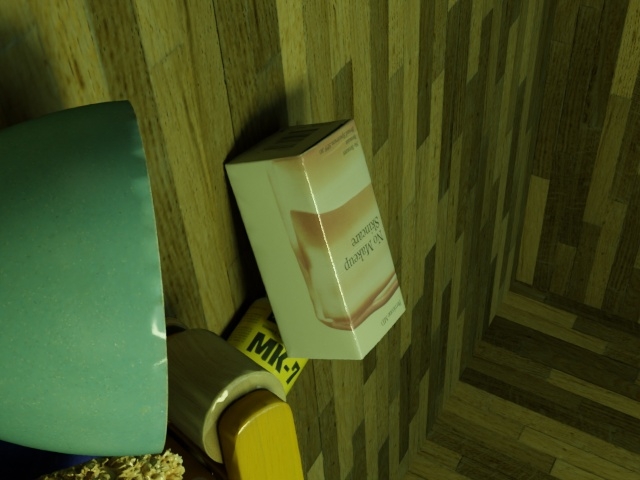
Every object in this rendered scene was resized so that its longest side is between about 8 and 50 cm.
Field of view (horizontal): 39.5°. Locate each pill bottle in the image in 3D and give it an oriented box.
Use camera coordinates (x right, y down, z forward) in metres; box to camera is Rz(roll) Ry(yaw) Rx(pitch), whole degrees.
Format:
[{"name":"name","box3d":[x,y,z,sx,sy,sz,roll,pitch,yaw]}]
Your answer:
[{"name":"pill bottle","box3d":[-0.077,0.161,1.327,0.208,0.119,0.119,-57,154,-28]}]

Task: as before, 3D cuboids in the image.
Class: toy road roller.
[{"name":"toy road roller","box3d":[-0.163,0.295,1.056,0.241,0.202,0.329,-24,124,-33]}]

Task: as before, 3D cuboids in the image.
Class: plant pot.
[{"name":"plant pot","box3d":[-0.240,0.038,0.712,0.196,0.290,0.290,-5,123,-17]}]

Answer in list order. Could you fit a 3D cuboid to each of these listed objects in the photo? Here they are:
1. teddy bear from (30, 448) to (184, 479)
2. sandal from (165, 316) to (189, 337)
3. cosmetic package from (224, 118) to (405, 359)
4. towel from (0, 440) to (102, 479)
[{"name":"teddy bear","box3d":[-0.236,0.264,0.784,0.245,0.113,0.338,-20,169,-6]},{"name":"sandal","box3d":[-0.169,0.181,1.201,0.088,0.079,0.240,-34,126,-11]},{"name":"cosmetic package","box3d":[0.000,0.000,1.219,0.153,0.129,0.296,-43,123,-49]},{"name":"towel","box3d":[-0.347,0.272,0.889,0.308,0.076,0.227,63,44,-60]}]
